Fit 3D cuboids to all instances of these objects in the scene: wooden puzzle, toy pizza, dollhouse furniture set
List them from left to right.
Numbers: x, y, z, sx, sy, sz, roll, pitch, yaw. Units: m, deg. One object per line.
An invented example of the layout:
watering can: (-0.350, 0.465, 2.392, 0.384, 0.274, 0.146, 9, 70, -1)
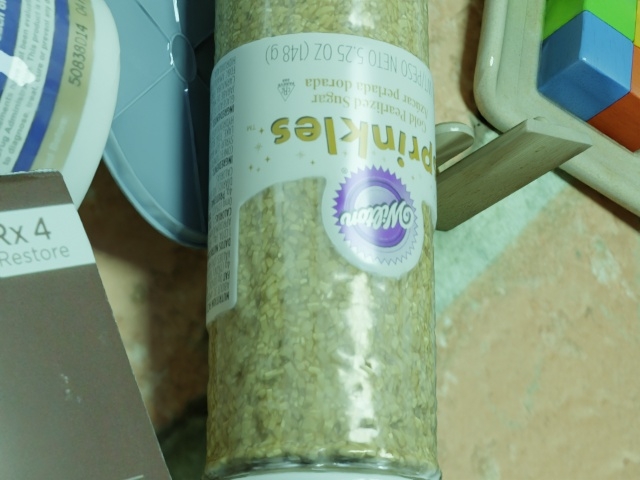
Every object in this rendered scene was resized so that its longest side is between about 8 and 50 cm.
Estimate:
toy pizza: (-0.085, -0.093, 0.844, 0.201, 0.032, 0.201, 39, 45, -54)
dollhouse furniture set: (0.052, -0.106, 0.946, 0.144, 0.123, 0.151, 8, 62, -40)
wooden puzzle: (0.266, -0.152, 1.206, 0.348, 0.080, 0.322, 32, 48, -26)

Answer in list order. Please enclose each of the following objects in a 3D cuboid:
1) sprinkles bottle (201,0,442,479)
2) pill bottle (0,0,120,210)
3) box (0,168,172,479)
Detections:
sprinkles bottle: (0.000, 0.000, 0.803, 0.121, 0.121, 0.355, 15, 66, -37)
pill bottle: (-0.228, -0.084, 0.649, 0.264, 0.153, 0.153, 23, 53, -33)
box: (-0.180, 0.095, 0.554, 0.168, 0.203, 0.167, -9, 74, -45)
